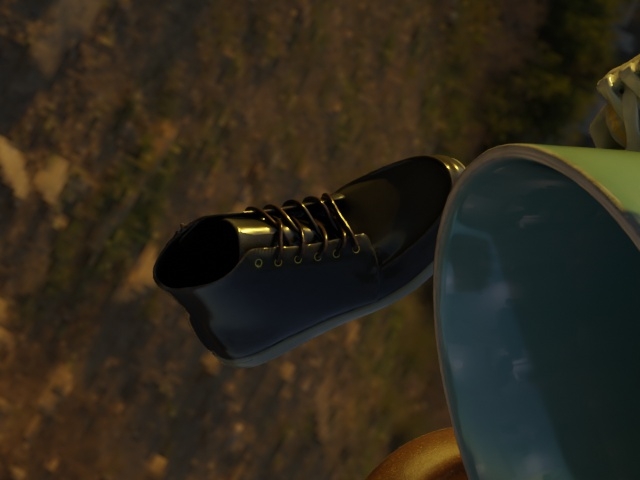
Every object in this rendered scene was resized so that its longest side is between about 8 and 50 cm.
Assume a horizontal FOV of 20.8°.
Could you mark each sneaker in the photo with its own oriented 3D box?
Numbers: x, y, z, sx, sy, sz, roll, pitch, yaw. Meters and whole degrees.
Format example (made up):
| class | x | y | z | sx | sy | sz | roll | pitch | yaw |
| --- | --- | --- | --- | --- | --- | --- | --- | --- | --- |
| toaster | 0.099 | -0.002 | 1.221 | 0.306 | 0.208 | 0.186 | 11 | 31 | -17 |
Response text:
| class | x | y | z | sx | sy | sz | roll | pitch | yaw |
| --- | --- | --- | --- | --- | --- | --- | --- | --- | --- |
| sneaker | 0.000 | 0.000 | 1.184 | 0.222 | 0.083 | 0.118 | -34 | 147 | 2 |
| sneaker | 0.208 | -0.079 | 0.965 | 0.092 | 0.087 | 0.229 | -17 | 167 | -3 |

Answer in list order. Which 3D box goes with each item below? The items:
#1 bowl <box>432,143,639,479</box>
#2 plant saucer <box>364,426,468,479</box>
| class | x | y | z | sx | sy | sz | roll | pitch | yaw |
| --- | --- | --- | --- | --- | --- | --- | --- | --- | --- |
| bowl | 0.197 | 0.084 | 0.888 | 0.163 | 0.311 | 0.312 | -15 | 142 | -20 |
| plant saucer | 0.110 | 0.199 | 1.050 | 0.198 | 0.198 | 0.036 | -53 | 174 | -29 |
